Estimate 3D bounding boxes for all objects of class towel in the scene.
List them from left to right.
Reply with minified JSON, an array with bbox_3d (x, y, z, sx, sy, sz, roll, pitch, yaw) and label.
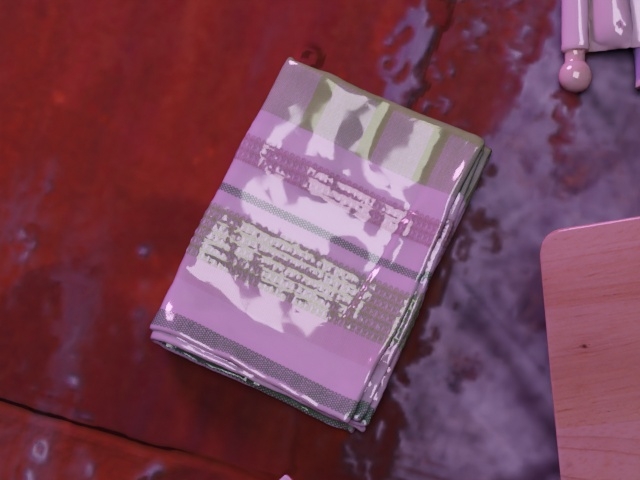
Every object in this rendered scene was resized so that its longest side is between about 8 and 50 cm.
[{"bbox_3d":[0.000,0.000,0.919,0.113,0.023,0.152,24,81,8],"label":"towel"}]

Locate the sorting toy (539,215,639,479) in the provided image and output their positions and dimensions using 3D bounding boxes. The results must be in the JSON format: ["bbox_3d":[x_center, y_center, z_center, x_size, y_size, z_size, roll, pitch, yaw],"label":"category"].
[{"bbox_3d":[0.236,0.108,0.812,0.257,0.089,0.255,-9,81,27],"label":"sorting toy"}]

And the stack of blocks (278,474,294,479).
[{"bbox_3d":[0.025,0.266,0.829,0.171,0.087,0.297,-41,78,-5],"label":"stack of blocks"}]

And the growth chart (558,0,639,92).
[{"bbox_3d":[0.223,-0.122,0.928,0.237,0.021,0.172,6,79,6],"label":"growth chart"}]
